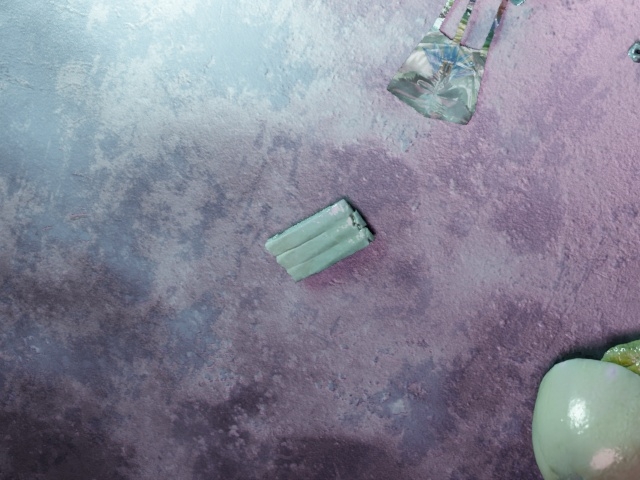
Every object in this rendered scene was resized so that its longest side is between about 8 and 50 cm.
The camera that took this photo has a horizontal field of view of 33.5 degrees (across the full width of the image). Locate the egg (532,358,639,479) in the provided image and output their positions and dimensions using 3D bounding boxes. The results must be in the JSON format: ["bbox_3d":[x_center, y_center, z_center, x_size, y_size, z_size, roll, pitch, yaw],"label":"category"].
[{"bbox_3d":[0.555,0.421,2.133,0.337,0.201,0.337,20,130,25],"label":"egg"}]

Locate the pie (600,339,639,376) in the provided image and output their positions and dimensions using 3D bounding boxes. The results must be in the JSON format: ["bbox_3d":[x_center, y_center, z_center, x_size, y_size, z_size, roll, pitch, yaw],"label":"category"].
[{"bbox_3d":[0.682,0.322,2.153,0.257,0.105,0.274,-6,115,28],"label":"pie"}]

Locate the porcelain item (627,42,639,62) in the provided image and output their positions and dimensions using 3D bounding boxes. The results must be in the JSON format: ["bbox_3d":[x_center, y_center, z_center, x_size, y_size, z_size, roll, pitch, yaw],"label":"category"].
[{"bbox_3d":[0.586,-0.334,1.877,0.083,0.028,0.036,-2,99,18],"label":"porcelain item"}]

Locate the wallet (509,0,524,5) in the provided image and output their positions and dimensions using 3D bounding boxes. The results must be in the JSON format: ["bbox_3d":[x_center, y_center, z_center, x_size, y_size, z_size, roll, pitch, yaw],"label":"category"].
[{"bbox_3d":[0.360,-0.573,1.791,0.251,0.054,0.290,47,120,-5],"label":"wallet"}]

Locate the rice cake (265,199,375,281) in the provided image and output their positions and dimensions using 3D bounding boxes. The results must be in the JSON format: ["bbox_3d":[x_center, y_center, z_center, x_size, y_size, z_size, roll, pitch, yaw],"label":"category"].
[{"bbox_3d":[0.000,0.000,2.208,0.211,0.038,0.124,-33,104,27],"label":"rice cake"}]

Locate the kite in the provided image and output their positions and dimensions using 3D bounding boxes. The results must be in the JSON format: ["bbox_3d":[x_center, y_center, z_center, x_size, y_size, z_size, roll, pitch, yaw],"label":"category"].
[{"bbox_3d":[0.261,-0.356,1.965,0.169,0.015,0.310,28,121,-2],"label":"kite"}]
